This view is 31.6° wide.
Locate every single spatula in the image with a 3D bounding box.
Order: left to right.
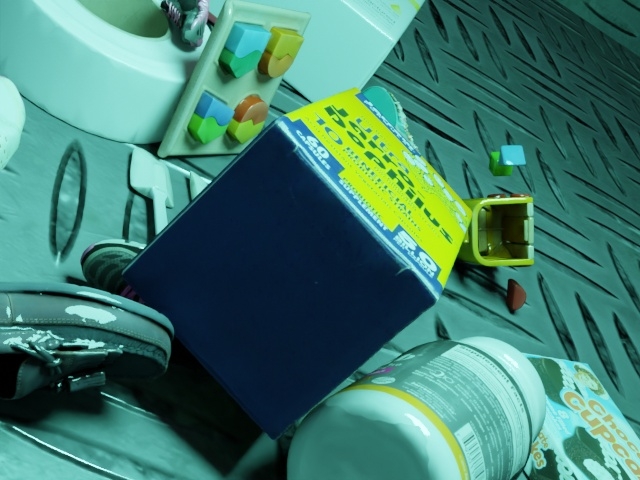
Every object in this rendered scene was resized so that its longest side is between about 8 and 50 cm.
[{"bbox_3d":[-0.125,-0.001,1.199,0.168,0.019,0.242,30,28,-30],"label":"spatula"}]

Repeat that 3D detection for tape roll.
[{"bbox_3d":[-0.259,-0.242,1.310,0.286,0.100,0.286,29,28,-17],"label":"tape roll"}]

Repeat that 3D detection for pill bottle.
[{"bbox_3d":[0.101,0.182,1.036,0.162,0.162,0.278,46,27,14],"label":"pill bottle"}]

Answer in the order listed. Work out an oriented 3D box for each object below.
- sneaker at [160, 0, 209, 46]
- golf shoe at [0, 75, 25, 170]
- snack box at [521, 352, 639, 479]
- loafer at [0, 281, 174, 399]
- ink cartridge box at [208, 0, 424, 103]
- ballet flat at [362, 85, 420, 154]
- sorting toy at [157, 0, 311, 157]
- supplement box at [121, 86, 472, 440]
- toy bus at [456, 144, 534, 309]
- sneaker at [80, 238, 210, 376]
[{"bbox_3d":[-0.160,-0.263,1.317,0.057,0.047,0.119,10,32,-7],"label":"sneaker"},{"bbox_3d":[-0.373,-0.106,0.869,0.306,0.115,0.140,19,37,5],"label":"golf shoe"},{"bbox_3d":[0.317,0.269,1.285,0.187,0.060,0.322,13,36,-42],"label":"snack box"},{"bbox_3d":[-0.251,0.083,0.835,0.302,0.109,0.095,14,55,-30],"label":"loafer"},{"bbox_3d":[0.001,-0.387,1.793,0.279,0.160,0.385,37,26,-4],"label":"ink cartridge box"},{"bbox_3d":[0.099,-0.124,1.623,0.241,0.091,0.077,-103,165,-46],"label":"ballet flat"},{"bbox_3d":[-0.091,-0.180,1.308,0.038,0.193,0.208,33,20,18],"label":"sorting toy"},{"bbox_3d":[0.000,0.000,1.065,0.194,0.195,0.356,47,16,-1],"label":"supplement box"},{"bbox_3d":[0.221,-0.015,1.549,0.104,0.202,0.191,-2,46,-10],"label":"toy bus"},{"bbox_3d":[-0.144,0.064,1.016,0.170,0.063,0.075,38,20,-12],"label":"sneaker"}]
